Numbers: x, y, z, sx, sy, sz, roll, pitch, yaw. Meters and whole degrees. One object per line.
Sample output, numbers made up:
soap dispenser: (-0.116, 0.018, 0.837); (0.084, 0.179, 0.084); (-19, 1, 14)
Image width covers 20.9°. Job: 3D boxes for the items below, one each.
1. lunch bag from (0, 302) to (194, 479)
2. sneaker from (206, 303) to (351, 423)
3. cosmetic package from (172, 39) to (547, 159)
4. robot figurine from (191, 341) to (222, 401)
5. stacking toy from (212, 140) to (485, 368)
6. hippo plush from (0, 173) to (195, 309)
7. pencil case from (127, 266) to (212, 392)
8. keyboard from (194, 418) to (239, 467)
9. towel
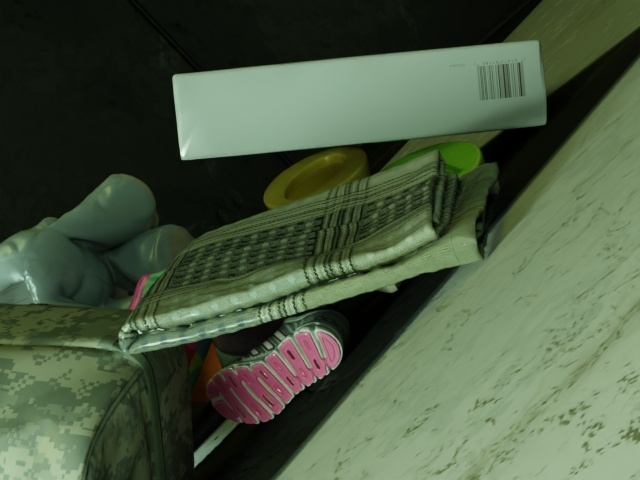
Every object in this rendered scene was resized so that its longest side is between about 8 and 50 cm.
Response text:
lunch bag: (-0.285, 0.188, 1.495); (0.305, 0.213, 0.256); (4, 18, 14)
sneaker: (-0.032, 0.109, 1.568); (0.170, 0.063, 0.075); (-35, 9, 37)
cosmetic package: (0.040, -0.154, 1.881); (0.377, 0.097, 0.284); (-5, 7, 1)
robot figurine: (-0.125, 0.108, 2.041); (0.219, 0.158, 0.128); (-41, 22, 36)
stacking toy: (0.038, 0.029, 1.749); (0.279, 0.130, 0.309); (-7, 31, 37)
hippo plush: (-0.282, 0.089, 1.926); (0.294, 0.234, 0.236); (-19, -17, -29)
pencil case: (-0.175, 0.140, 1.747); (0.104, 0.104, 0.236); (-39, 26, 54)
keyboard: (-0.157, 0.249, 1.739); (0.256, 0.014, 0.072); (-44, -1, -4)
towel: (0.000, 0.000, 1.516); (0.324, 0.056, 0.312); (-16, 10, 11)
